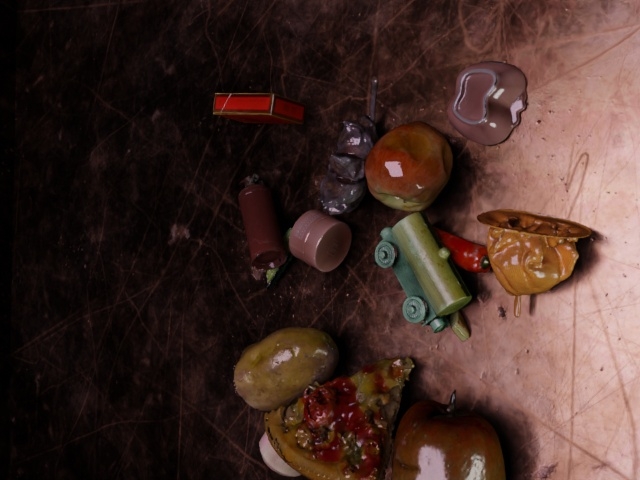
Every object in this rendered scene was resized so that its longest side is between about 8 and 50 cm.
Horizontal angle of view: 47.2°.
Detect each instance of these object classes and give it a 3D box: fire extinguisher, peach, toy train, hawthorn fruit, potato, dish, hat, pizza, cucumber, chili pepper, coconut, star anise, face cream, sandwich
[{"bbox_3d":[-0.192,-0.066,2.188,0.147,0.106,0.337,-51,43,43],"label":"fire extinguisher"},{"bbox_3d":[0.227,-0.192,1.841,0.214,0.214,0.236,14,64,37],"label":"peach"},{"bbox_3d":[0.262,0.073,1.830,0.189,0.126,0.307,-40,63,29],"label":"toy train"},{"bbox_3d":[0.290,0.493,1.696,0.267,0.267,0.301,-1,79,37],"label":"hawthorn fruit"},{"bbox_3d":[-0.074,0.337,2.014,0.266,0.229,0.229,-28,71,36],"label":"potato"},{"bbox_3d":[0.393,-0.345,1.784,0.213,0.090,0.213,-4,84,37],"label":"dish"},{"bbox_3d":[0.456,0.068,1.651,0.233,0.244,0.233,22,114,44],"label":"hat"},{"bbox_3d":[0.066,0.416,1.839,0.406,0.130,0.440,-45,32,-21],"label":"pizza"},{"bbox_3d":[-0.111,0.044,2.166,0.070,0.046,0.220,47,112,32],"label":"cucumber"},{"bbox_3d":[0.350,0.028,1.805,0.272,0.063,0.071,32,108,47],"label":"chili pepper"},{"bbox_3d":[-0.075,0.552,2.030,0.171,0.171,0.183,46,112,30],"label":"coconut"},{"bbox_3d":[0.094,-0.205,1.925,0.139,0.316,0.359,15,139,9],"label":"star anise"},{"bbox_3d":[0.000,0.000,2.018,0.104,0.149,0.149,28,103,36],"label":"face cream"},{"bbox_3d":[0.340,0.208,1.813,0.031,0.044,0.083,-32,70,26],"label":"sandwich"}]

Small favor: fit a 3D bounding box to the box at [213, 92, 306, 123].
[{"bbox_3d":[-0.184,-0.394,2.186,0.239,0.153,0.074,8,96,37],"label":"box"}]
